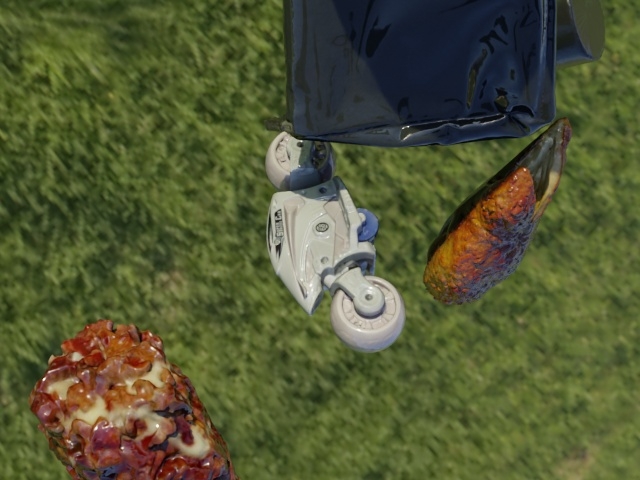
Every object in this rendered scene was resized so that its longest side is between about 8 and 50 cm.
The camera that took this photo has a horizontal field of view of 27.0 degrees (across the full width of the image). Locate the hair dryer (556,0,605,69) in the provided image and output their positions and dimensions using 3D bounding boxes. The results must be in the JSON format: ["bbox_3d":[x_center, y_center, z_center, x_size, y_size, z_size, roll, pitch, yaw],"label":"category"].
[{"bbox_3d":[0.230,-0.259,1.584,0.302,0.244,0.116,-30,108,-57],"label":"hair dryer"}]

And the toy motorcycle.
[{"bbox_3d":[0.000,0.000,1.301,0.112,0.254,0.112,-19,152,-11],"label":"toy motorcycle"}]

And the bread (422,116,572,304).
[{"bbox_3d":[0.184,-0.012,1.394,0.139,0.095,0.269,-50,180,-35],"label":"bread"}]

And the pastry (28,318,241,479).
[{"bbox_3d":[-0.105,0.150,0.850,0.097,0.115,0.208,-30,123,-13],"label":"pastry"}]

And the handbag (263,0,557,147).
[{"bbox_3d":[0.076,-0.244,1.217,0.275,0.178,0.302,-4,116,-1],"label":"handbag"}]
